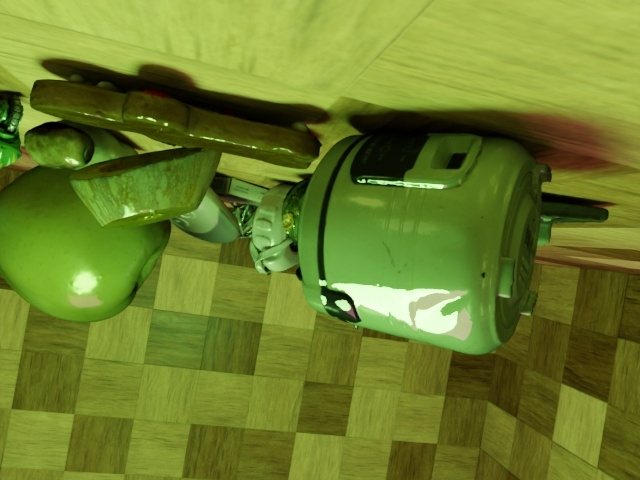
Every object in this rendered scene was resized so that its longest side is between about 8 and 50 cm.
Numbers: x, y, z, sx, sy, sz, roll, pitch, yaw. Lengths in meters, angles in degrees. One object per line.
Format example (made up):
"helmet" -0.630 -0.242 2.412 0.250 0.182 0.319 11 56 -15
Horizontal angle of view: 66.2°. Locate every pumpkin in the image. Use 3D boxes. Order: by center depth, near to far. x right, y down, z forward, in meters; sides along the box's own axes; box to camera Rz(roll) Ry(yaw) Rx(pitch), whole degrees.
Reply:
"pumpkin" -0.235 -0.074 0.700 0.217 0.110 0.217 -6 -167 1
"pumpkin" 0.013 -0.046 0.958 0.190 0.146 0.190 10 177 1

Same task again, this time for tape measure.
"tape measure" -0.077 -0.034 1.147 0.120 0.197 0.236 14 -158 26

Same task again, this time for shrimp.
"shrimp" -0.214 -0.074 1.773 0.410 0.166 0.221 15 -158 -27

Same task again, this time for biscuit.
"biscuit" -0.146 -0.128 0.528 0.301 0.049 0.197 9 180 -10

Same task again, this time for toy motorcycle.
"toy motorcycle" -0.468 -0.152 0.698 0.190 0.106 0.074 7 177 40

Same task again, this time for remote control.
"remote control" -0.325 -0.088 1.221 0.221 0.104 0.332 16 160 24

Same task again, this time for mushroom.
"mushroom" -0.388 -0.153 0.838 0.099 0.081 0.312 11 -177 -6

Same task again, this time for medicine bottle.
"medicine bottle" -0.235 -0.131 1.330 0.171 0.052 0.201 9 178 35

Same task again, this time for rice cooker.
"rice cooker" 0.099 -0.008 0.516 0.244 0.226 0.226 7 178 36

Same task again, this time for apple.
"apple" -0.668 -0.010 1.383 0.473 0.474 0.473 10 179 0

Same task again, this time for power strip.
"power strip" 0.297 -0.028 0.832 0.256 0.092 0.251 6 176 5
